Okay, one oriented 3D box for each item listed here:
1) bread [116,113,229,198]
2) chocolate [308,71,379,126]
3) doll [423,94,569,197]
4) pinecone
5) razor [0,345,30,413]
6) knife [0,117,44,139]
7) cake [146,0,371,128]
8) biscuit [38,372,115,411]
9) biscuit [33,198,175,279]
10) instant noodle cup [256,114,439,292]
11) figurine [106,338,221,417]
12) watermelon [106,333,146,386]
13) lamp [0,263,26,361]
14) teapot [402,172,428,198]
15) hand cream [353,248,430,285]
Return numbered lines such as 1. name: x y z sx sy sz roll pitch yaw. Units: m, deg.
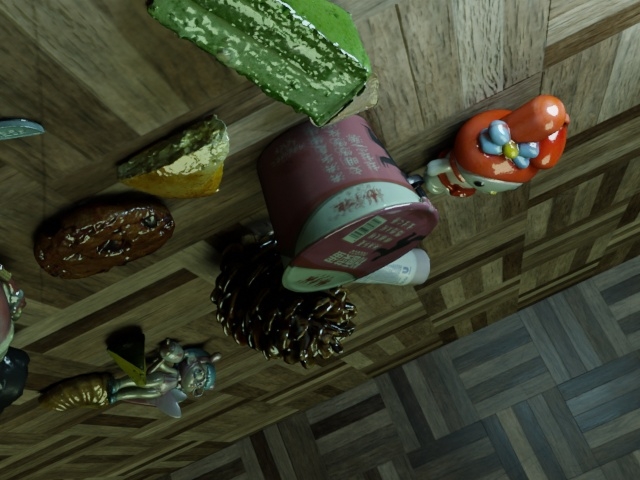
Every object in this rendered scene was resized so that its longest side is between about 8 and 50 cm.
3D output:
1. bread: -0.185 -0.089 0.880 0.136 0.054 0.154 -12 154 -21
2. chocolate: 0.025 -0.187 0.895 0.101 0.031 0.064 -24 142 -10
3. doll: 0.287 -0.145 1.132 0.161 0.129 0.290 7 161 -31
4. pinecone: -0.065 0.095 1.198 0.224 0.272 0.224 -27 134 -33
5. razor: -0.628 0.224 1.078 0.189 0.107 0.327 -35 155 29
6. knife: -0.384 -0.097 0.698 0.210 0.015 0.028 -16 151 -22
7. cake: -0.060 -0.222 0.720 0.235 0.099 0.100 25 133 -36
8. biscuit: -0.514 0.337 1.541 0.118 0.061 0.183 -36 155 26
9. biscuit: -0.296 0.001 0.980 0.192 0.049 0.192 -18 161 -6
10. instant noodle cup: 0.024 -0.055 1.001 0.235 0.178 0.235 -21 158 -9
11. figurine: -0.349 0.289 1.580 0.260 0.103 0.205 -7 117 -33
12. watermelon: -0.384 0.235 1.398 0.075 0.092 0.181 -3 162 -15
13. lamp: -0.493 0.112 0.885 0.223 0.151 0.215 14 102 -35
14. teapot: 0.140 -0.064 1.240 0.096 0.087 0.177 -21 159 -22
15. hand cream: 0.115 0.056 1.533 0.248 0.083 0.133 4 147 -31
